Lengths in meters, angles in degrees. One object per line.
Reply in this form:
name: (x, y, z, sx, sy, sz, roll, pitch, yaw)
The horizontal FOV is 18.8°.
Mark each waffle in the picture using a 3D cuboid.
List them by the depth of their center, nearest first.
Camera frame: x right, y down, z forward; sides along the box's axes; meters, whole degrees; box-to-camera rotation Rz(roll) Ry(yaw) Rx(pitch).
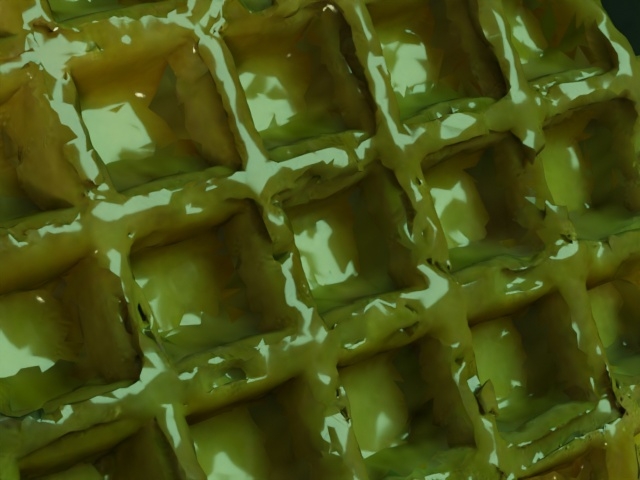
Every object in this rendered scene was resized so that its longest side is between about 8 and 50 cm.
waffle: (0.000, 0.000, 0.731, 0.379, 0.095, 0.382, 28, 63, -22)

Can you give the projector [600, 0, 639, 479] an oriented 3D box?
projector: (0.265, -0.035, 1.006, 0.405, 0.395, 0.242, 45, -8, -7)
